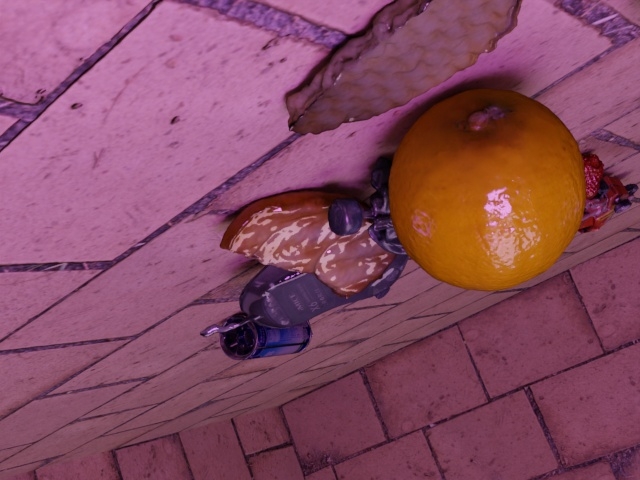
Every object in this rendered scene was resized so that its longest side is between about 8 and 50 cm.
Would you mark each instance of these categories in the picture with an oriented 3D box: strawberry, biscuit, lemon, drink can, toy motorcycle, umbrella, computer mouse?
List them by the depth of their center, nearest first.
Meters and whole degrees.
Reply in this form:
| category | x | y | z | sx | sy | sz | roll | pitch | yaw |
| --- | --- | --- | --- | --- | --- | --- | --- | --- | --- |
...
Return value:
| category | x | y | z | sx | sy | sz | roll | pitch | yaw |
| --- | --- | --- | --- | --- | --- | --- | --- | --- | --- |
| biscuit | 0.097 | -0.187 | 0.824 | 0.187 | 0.036 | 0.273 | -6 | 158 | -47 |
| lemon | 0.197 | -0.074 | 1.007 | 0.240 | 0.240 | 0.219 | -20 | 140 | -7 |
| umbrella | 0.150 | -0.052 | 1.206 | 0.348 | 0.143 | 0.094 | -10 | 180 | -35 |
| biscuit | 0.002 | -0.003 | 1.207 | 0.154 | 0.045 | 0.299 | -48 | 139 | 15 |
| computer mouse | -0.029 | 0.059 | 1.379 | 0.379 | 0.090 | 0.167 | -24 | 140 | -1 |
| strawberry | 0.488 | -0.118 | 1.551 | 0.073 | 0.083 | 0.073 | -21 | 175 | -2 |
| toy motorcycle | 0.576 | -0.076 | 1.805 | 0.171 | 0.089 | 0.298 | -30 | 163 | 34 |
| drink can | -0.112 | 0.202 | 1.807 | 0.097 | 0.097 | 0.235 | -28 | 165 | 24 |

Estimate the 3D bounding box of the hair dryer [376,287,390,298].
| category | x | y | z | sx | sy | sz | roll | pitch | yaw |
| --- | --- | --- | --- | --- | --- | --- | --- | --- | --- |
| hair dryer | 0.130 | 0.060 | 1.752 | 0.037 | 0.063 | 0.114 | -12 | 141 | -51 |
